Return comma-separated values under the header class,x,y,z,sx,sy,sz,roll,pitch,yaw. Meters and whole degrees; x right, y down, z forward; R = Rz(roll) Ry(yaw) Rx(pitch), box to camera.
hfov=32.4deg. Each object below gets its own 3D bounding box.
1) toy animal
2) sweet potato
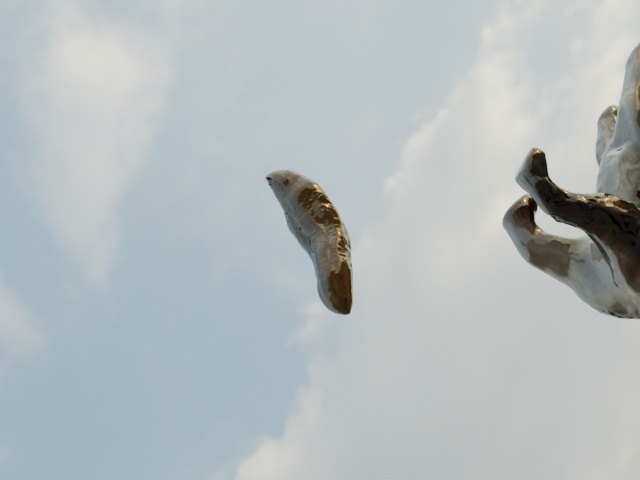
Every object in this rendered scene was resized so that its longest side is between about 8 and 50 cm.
class,x,y,z,sx,sy,sz,roll,pitch,yaw
toy animal,0.404,-0.037,1.268,0.344,0.303,0.194,-43,-18,-29
sweet potato,0.002,0.000,1.067,0.053,0.182,0.054,-22,-36,-5
